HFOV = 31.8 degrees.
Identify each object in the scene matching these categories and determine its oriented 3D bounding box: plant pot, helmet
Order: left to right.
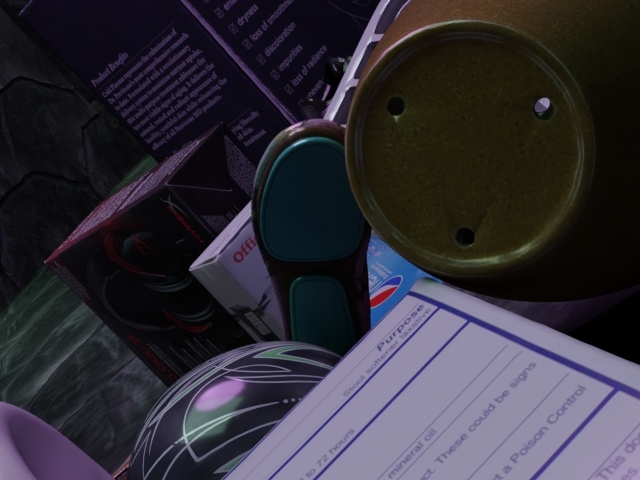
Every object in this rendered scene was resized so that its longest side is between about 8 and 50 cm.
[{"bbox_3d":[-0.031,0.143,0.700,0.169,0.161,0.169,-39,14,12],"label":"helmet"},{"bbox_3d":[0.117,-0.060,0.615,0.237,0.237,0.254,-35,-4,25],"label":"plant pot"}]

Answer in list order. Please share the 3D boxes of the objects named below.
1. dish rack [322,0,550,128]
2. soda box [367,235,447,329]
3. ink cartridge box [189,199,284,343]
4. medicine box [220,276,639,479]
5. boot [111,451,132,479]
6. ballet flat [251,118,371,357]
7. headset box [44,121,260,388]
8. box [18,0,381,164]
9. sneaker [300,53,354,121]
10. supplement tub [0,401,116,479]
[{"bbox_3d":[0.143,-0.140,1.050,0.333,0.072,0.285,3,63,53],"label":"dish rack"},{"bbox_3d":[0.064,0.058,0.885,0.067,0.071,0.210,-43,14,-1],"label":"soda box"},{"bbox_3d":[-0.028,0.037,1.028,0.109,0.150,0.063,-50,16,-29],"label":"ink cartridge box"},{"bbox_3d":[0.043,0.173,0.413,0.263,0.149,0.289,-44,17,-8],"label":"medicine box"},{"bbox_3d":[-0.072,0.183,0.848,0.207,0.090,0.248,-22,34,30],"label":"boot"},{"bbox_3d":[0.000,0.000,0.733,0.077,0.221,0.079,-2,40,7],"label":"ballet flat"},{"bbox_3d":[-0.139,0.035,1.192,0.293,0.218,0.110,-25,22,47],"label":"headset box"},{"bbox_3d":[-0.121,-0.361,1.801,0.297,0.472,0.480,-28,19,44],"label":"box"},{"bbox_3d":[0.082,-0.226,1.553,0.276,0.135,0.097,-43,12,-12],"label":"sneaker"},{"bbox_3d":[-0.238,0.284,0.670,0.325,0.235,0.235,-45,14,-6],"label":"supplement tub"}]
